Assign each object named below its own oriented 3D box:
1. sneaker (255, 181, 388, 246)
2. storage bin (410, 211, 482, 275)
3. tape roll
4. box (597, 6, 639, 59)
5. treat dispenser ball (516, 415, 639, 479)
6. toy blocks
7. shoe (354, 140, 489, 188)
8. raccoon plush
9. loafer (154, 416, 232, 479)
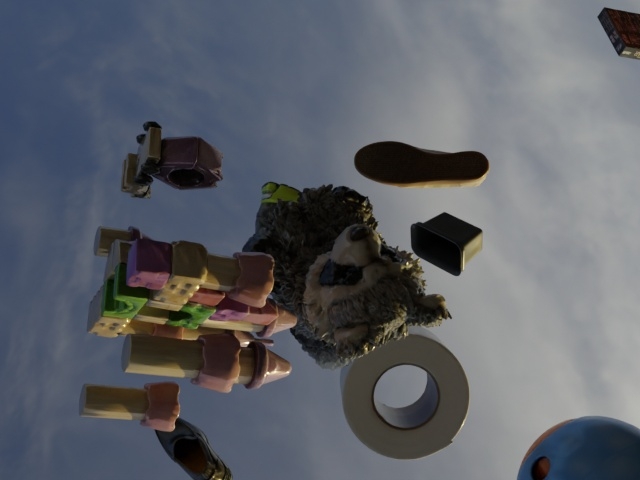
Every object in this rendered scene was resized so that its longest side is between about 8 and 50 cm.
[{"bbox_3d":[0.000,0.000,1.727,0.300,0.111,0.121,25,-104,-9],"label":"sneaker"},{"bbox_3d":[0.266,0.004,1.787,0.091,0.098,0.135,-31,-138,-30],"label":"storage bin"},{"bbox_3d":[0.161,0.292,1.720,0.246,0.246,0.169,43,-178,-3],"label":"tape roll"},{"bbox_3d":[0.425,-0.282,1.188,0.067,0.018,0.083,3,-128,-21],"label":"box"},{"bbox_3d":[0.496,0.459,1.553,0.288,0.288,0.288,20,-131,-25],"label":"treat dispenser ball"},{"bbox_3d":[-0.138,0.067,1.100,0.260,0.288,0.308,9,-116,-24],"label":"toy blocks"},{"bbox_3d":[0.164,-0.115,1.421,0.219,0.058,0.076,6,-105,7],"label":"shoe"},{"bbox_3d":[0.073,0.117,1.281,0.299,0.216,0.446,50,174,41],"label":"raccoon plush"},{"bbox_3d":[-0.197,0.305,1.284,0.170,0.061,0.062,29,-110,38],"label":"loafer"}]
